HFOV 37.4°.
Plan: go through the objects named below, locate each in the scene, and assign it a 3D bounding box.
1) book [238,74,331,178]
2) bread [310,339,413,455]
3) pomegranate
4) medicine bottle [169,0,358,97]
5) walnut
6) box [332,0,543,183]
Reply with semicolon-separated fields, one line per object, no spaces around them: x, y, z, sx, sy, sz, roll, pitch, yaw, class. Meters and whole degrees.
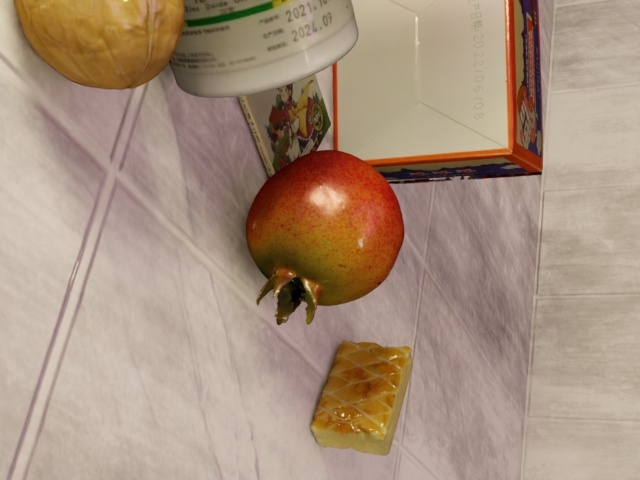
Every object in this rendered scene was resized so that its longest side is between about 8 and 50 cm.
-0.067;-0.247;1.410;0.228;0.018;0.322;-65;143;-46;book
0.069;0.249;1.528;0.188;0.125;0.068;-67;152;-42;bread
0.000;0.000;1.305;0.257;0.221;0.221;-61;143;-23;pomegranate
-0.091;-0.315;1.102;0.238;0.238;0.232;-58;139;-51;medicine bottle
-0.216;-0.245;0.924;0.165;0.165;0.197;-39;122;-60;walnut
0.209;-0.289;1.657;0.257;0.318;0.349;8;79;-67;box
